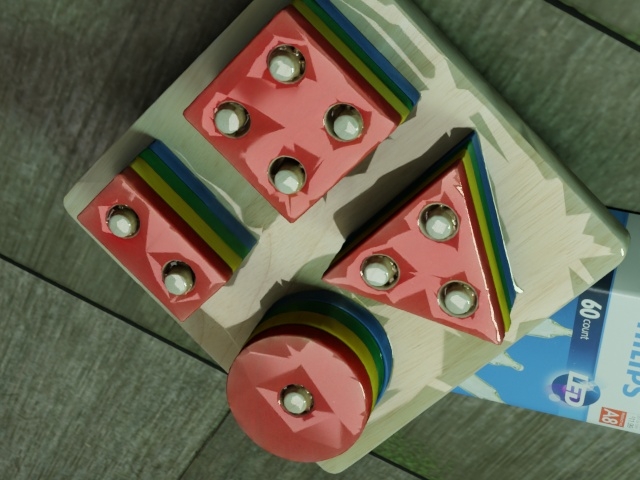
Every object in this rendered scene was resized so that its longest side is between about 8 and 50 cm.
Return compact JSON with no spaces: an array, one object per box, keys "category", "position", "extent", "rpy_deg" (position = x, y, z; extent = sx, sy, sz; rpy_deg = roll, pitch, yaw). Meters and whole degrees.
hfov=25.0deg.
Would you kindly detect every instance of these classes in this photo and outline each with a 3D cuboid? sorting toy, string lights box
[{"category":"sorting toy","position":[0.000,0.000,0.854],"extent":[0.255,0.089,0.257],"rpy_deg":[46,118,-6]},{"category":"string lights box","position":[0.102,0.033,0.953],"extent":[0.259,0.077,0.133],"rpy_deg":[12,136,13]}]
